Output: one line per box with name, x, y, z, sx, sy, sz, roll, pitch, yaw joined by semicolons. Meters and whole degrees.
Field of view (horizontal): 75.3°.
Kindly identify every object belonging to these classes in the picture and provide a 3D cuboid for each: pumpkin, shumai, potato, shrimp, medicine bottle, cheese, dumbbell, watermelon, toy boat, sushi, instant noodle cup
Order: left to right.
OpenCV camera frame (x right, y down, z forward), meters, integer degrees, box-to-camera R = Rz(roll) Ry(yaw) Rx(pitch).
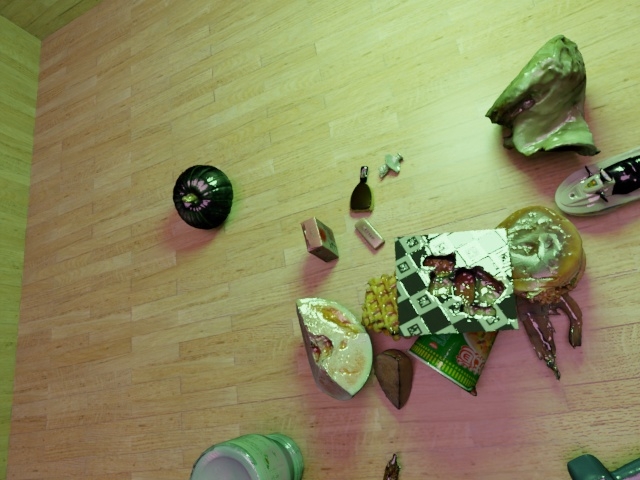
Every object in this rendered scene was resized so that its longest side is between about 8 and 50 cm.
pumpkin;-0.455;-0.165;1.590;0.249;0.216;0.250;4;104;17
medicine bottle;-0.198;0.691;1.205;0.244;0.290;0.245;-6;75;22
watermelon;0.050;0.330;1.275;0.175;0.188;0.322;-14;61;-13
cheese;0.143;-0.177;1.409;0.086;0.036;0.163;-1;76;28
potato;0.221;0.388;1.218;0.100;0.089;0.172;9;113;46
shrimp;0.237;0.700;1.139;0.147;0.035;0.195;8;87;29
sushi;0.339;0.113;1.074;0.292;0.059;0.294;-6;57;21
instant noodle cup;0.378;0.258;1.113;0.207;0.207;0.233;31;82;28
shrimp;0.611;0.223;1.081;0.145;0.059;0.254;-20;64;9
shumai;0.644;-0.355;1.129;0.288;0.330;0.292;42;135;9
toy boat;0.760;-0.154;1.067;0.269;0.141;0.141;-19;69;5
dumbbell;0.727;0.500;0.905;0.324;0.160;0.144;-34;34;14

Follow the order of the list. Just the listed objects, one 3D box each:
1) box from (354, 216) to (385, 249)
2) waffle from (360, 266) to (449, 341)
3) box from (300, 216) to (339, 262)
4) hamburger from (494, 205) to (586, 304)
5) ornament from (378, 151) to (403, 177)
box;0.161;-0.024;1.368;0.048;0.025;0.115;-43;64;11
waffle;0.243;0.153;1.212;0.301;0.058;0.281;-50;32;-5
box;0.000;0.000;1.365;0.060;0.156;0.111;-23;66;20
hamburger;0.550;0.044;1.086;0.243;0.146;0.286;-2;58;34
ornament;0.234;-0.254;1.384;0.092;0.041;0.069;-15;93;9
